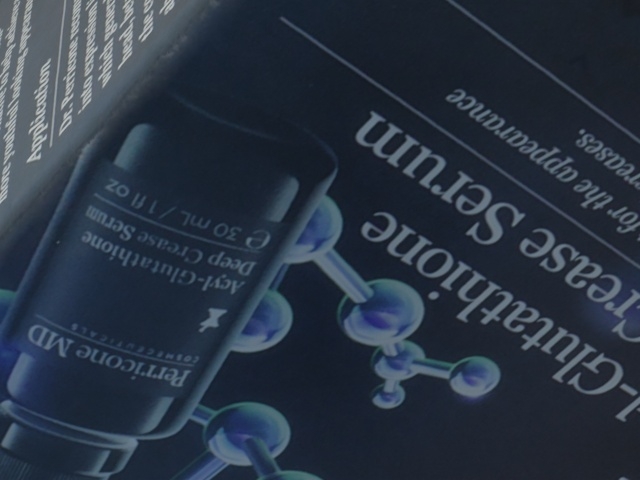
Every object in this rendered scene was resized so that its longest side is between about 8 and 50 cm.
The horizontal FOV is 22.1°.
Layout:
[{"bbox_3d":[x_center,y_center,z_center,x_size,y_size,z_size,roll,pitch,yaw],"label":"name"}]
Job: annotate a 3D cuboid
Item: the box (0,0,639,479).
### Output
[{"bbox_3d":[0.000,0.000,0.682,0.395,0.293,0.212,-45,29,27],"label":"box"}]
